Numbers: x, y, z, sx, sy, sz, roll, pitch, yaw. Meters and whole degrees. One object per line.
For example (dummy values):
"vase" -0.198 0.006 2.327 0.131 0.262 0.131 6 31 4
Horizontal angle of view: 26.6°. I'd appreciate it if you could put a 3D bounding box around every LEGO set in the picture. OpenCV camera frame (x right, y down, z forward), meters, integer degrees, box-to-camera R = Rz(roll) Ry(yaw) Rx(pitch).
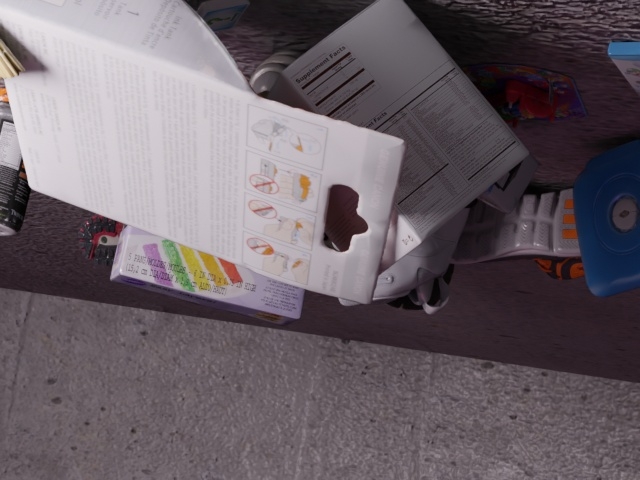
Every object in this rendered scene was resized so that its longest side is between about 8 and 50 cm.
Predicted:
"LEGO set" -0.185 -0.181 1.431 0.182 0.060 0.244 -15 174 -21

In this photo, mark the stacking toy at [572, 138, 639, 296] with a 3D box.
"stacking toy" 0.460 -0.019 1.620 0.302 0.166 0.175 6 162 -37

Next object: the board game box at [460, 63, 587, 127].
"board game box" 0.215 -0.146 1.475 0.133 0.033 0.168 7 167 21

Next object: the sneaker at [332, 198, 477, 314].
"sneaker" 0.024 -0.035 1.737 0.365 0.210 0.137 15 167 -15

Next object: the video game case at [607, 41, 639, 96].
"video game case" 0.363 -0.157 1.330 0.119 0.015 0.166 5 166 30

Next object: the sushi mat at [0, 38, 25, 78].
"sushi mat" -0.385 -0.260 1.166 0.151 0.019 0.316 5 138 49

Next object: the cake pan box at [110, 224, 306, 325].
"cake pan box" -0.134 -0.037 1.803 0.267 0.246 0.070 17 163 -18

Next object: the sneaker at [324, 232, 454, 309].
"sneaker" 0.000 0.000 2.147 0.410 0.158 0.182 22 -177 -22

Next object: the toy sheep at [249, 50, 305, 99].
"toy sheep" -0.034 -0.166 1.478 0.091 0.091 0.132 5 -169 28

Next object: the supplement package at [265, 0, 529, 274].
"supplement package" 0.059 -0.096 1.329 0.203 0.149 0.194 51 161 2

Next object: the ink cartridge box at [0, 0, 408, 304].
"ink cartridge box" -0.106 -0.099 1.281 0.385 0.091 0.308 19 150 6

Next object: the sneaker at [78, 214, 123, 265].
"sneaker" -0.278 -0.014 2.413 0.299 0.121 0.112 6 -164 19

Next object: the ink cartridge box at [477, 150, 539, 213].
"ink cartridge box" 0.154 -0.109 1.518 0.127 0.072 0.175 30 179 30

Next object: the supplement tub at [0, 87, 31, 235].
"supplement tub" -0.453 -0.110 1.885 0.117 0.190 0.117 10 167 2

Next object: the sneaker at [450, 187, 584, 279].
"sneaker" 0.273 -0.001 1.879 0.321 0.125 0.180 6 166 23
